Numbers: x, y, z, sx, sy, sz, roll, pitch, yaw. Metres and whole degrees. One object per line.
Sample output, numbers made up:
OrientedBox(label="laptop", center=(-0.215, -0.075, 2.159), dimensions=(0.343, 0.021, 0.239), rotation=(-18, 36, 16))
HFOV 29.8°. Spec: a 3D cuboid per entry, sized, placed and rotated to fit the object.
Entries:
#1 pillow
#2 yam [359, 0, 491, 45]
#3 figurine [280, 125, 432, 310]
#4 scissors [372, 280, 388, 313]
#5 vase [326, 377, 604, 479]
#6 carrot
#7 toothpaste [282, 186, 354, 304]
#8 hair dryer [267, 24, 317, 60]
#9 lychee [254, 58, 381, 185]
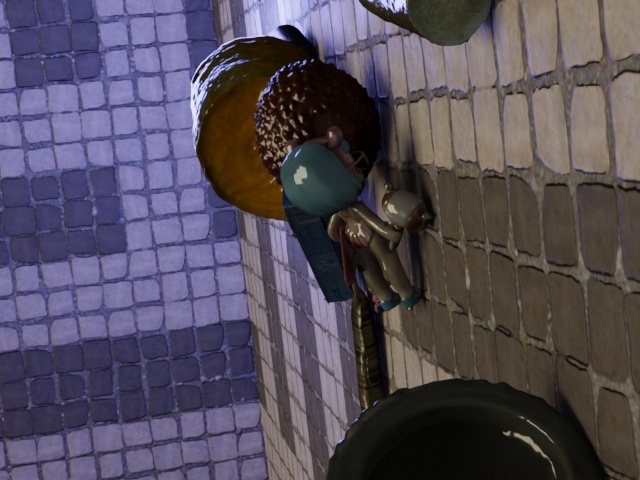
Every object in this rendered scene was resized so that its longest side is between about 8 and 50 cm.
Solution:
OrientedBox(label="pillow", center=(0.072, 0.180, 1.851), dimensions=(0.113, 0.038, 0.204), rotation=(-95, -1, -78))
OrientedBox(label="yam", center=(0.097, -0.261, 1.240), dimensions=(0.259, 0.093, 0.093), rotation=(-125, 29, -69))
OrientedBox(label="figurine", center=(0.051, -0.019, 1.506), dimensions=(0.205, 0.103, 0.260), rotation=(-2, 121, 59))
OrientedBox(label="scissors", center=(0.088, 0.089, 1.768), dimensions=(0.113, 0.012, 0.039), rotation=(115, 147, -72))
OrientedBox(label="vase", center=(0.133, 0.309, 1.120), dimensions=(0.245, 0.245, 0.291), rotation=(-109, 9, -48))
OrientedBox(label="carrot", center=(-0.081, -0.175, 1.887), dimensions=(0.341, 0.241, 0.242), rotation=(-111, 17, -57))
OrientedBox(label="toothpaste", center=(0.000, 0.000, 1.817), dimensions=(0.272, 0.053, 0.066), rotation=(65, -164, -53))
OrientedBox(label="hair dryer", center=(-0.032, -0.242, 2.102), dimensions=(0.128, 0.070, 0.256), rotation=(-123, 20, -66))
OrientedBox(label="lychee", center=(-0.012, -0.156, 1.650), dimensions=(0.188, 0.188, 0.188), rotation=(172, 90, -80))
